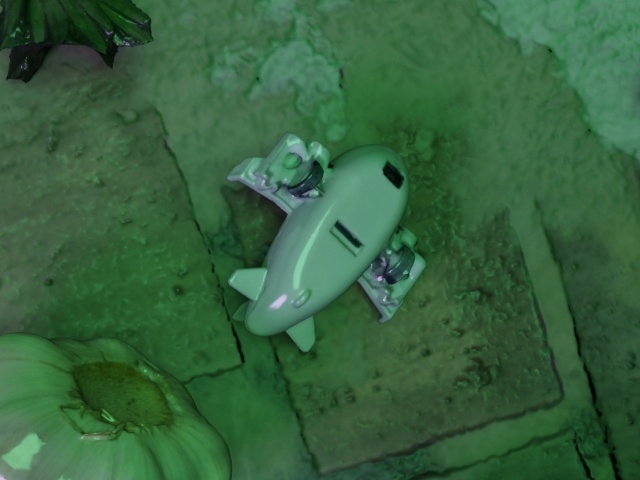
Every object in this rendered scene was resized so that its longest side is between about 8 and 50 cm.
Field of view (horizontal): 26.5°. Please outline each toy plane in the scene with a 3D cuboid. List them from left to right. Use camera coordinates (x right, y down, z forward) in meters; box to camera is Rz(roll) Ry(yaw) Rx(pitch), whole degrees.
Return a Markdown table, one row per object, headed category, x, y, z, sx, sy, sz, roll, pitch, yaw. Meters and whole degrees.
| category | x | y | z | sx | sy | sz | roll | pitch | yaw |
| --- | --- | --- | --- | --- | --- | --- | --- | --- | --- |
| toy plane | 0.002 | 0.000 | 1.006 | 0.174 | 0.080 | 0.173 | -2 | 96 | -25 |

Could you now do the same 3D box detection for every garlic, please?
| category | x | y | z | sx | sy | sz | roll | pitch | yaw |
| --- | --- | --- | --- | --- | --- | --- | --- | --- | --- |
| garlic | -0.182 | 0.187 | 0.922 | 0.199 | 0.199 | 0.226 | 31 | 108 | -6 |

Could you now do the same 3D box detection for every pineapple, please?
| category | x | y | z | sx | sy | sz | roll | pitch | yaw |
| --- | --- | --- | --- | --- | --- | --- | --- | --- | --- |
| pineapple | -0.213 | -0.252 | 0.980 | 0.130 | 0.119 | 0.277 | -14 | 87 | -57 |
